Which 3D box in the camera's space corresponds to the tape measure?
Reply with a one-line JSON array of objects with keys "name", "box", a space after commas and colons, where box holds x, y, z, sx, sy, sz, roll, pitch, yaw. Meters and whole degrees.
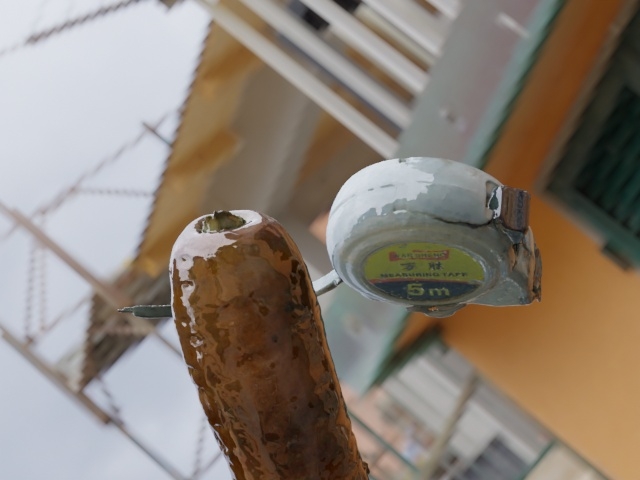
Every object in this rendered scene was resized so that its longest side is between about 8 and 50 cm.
[{"name": "tape measure", "box": [0.000, 0.000, 1.449, 0.164, 0.330, 0.084, 76, -163, -52]}]

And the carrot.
[{"name": "carrot", "box": [-0.002, 0.069, 0.462, 0.036, 0.165, 0.035, -16, 12, 4]}]
